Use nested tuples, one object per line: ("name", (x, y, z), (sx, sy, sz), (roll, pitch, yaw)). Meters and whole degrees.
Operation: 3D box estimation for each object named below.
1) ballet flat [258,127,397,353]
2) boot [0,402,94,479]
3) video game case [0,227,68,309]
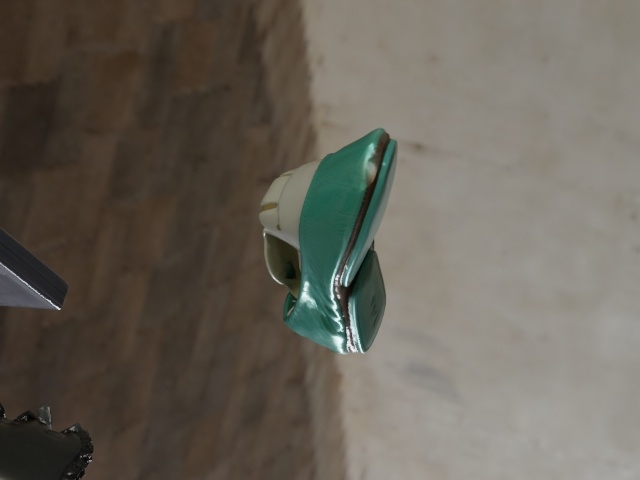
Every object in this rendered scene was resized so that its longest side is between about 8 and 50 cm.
("ballet flat", (0.000, 0.000, 1.309), (0.247, 0.087, 0.083), (92, 19, -60))
("boot", (-0.167, 0.113, 0.913), (0.121, 0.099, 0.045), (-59, 170, -58))
("video game case", (-0.337, -0.008, 1.359), (0.196, 0.274, 0.026), (47, 53, -54))
